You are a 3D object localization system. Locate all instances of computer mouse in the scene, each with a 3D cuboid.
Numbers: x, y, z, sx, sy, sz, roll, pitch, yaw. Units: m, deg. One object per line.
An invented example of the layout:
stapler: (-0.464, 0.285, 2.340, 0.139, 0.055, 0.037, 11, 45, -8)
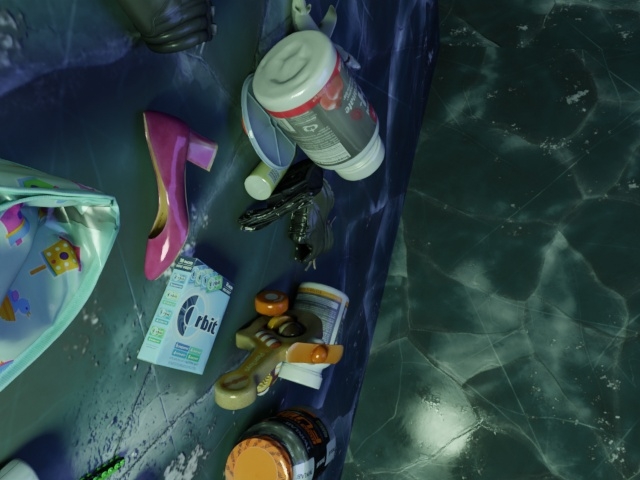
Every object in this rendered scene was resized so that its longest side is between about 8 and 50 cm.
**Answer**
computer mouse: (-0.061, -0.103, 0.997, 0.072, 0.188, 0.272, 59, 26, -22)

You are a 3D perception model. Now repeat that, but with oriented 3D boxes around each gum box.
gum box: (-0.236, 0.140, 0.803, 0.157, 0.041, 0.184, 57, 46, -62)

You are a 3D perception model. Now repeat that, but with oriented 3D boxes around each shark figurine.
shark figurine: (-0.027, -0.498, 1.007, 0.116, 0.166, 0.278, 166, -91, -82)

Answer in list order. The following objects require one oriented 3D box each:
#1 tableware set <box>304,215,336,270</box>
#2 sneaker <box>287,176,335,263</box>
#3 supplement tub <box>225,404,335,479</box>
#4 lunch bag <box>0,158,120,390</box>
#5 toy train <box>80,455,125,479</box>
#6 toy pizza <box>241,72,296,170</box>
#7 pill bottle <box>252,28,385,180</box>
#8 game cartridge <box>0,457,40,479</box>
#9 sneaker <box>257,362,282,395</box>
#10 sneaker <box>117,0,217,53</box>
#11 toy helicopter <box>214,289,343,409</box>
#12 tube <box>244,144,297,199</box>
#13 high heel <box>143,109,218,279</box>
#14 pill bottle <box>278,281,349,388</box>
tableware set: (0.000, 0.000, 1.386, 0.194, 0.039, 0.128, -57, 150, -48)
sneaker: (-0.033, -0.059, 1.183, 0.130, 0.109, 0.286, -41, 135, -41)
supplement tub: (-0.098, 0.568, 1.165, 0.338, 0.207, 0.207, 29, 73, -70)
lunch bag: (-0.300, 0.015, 0.286, 0.160, 0.223, 0.262, 92, 20, -43)
toy train: (-0.336, 0.361, 0.678, 0.083, 0.017, 0.024, -3, 113, -70)
toy pizza: (-0.111, -0.243, 0.913, 0.201, 0.032, 0.201, 32, 54, -58)
pill bottle: (0.017, -0.261, 0.927, 0.318, 0.176, 0.176, 39, 62, -51)
game cartridge: (-0.393, 0.433, 0.508, 0.198, 0.062, 0.297, -54, 149, -58)
sneaker: (-0.131, 0.317, 1.163, 0.084, 0.069, 0.185, 87, 28, -56)
sneaker: (-0.177, -0.376, 0.618, 0.296, 0.104, 0.147, -60, 155, -31)
toy helicopter: (-0.095, 0.251, 0.962, 0.355, 0.235, 0.140, -39, 136, -61)
tube: (-0.097, -0.182, 1.008, 0.062, 0.070, 0.240, 41, 43, -14)
high heel: (-0.247, -0.064, 0.657, 0.117, 0.082, 0.244, 21, 94, -38)
pill bottle: (-0.026, 0.273, 1.277, 0.162, 0.162, 0.278, 59, 46, -62)
